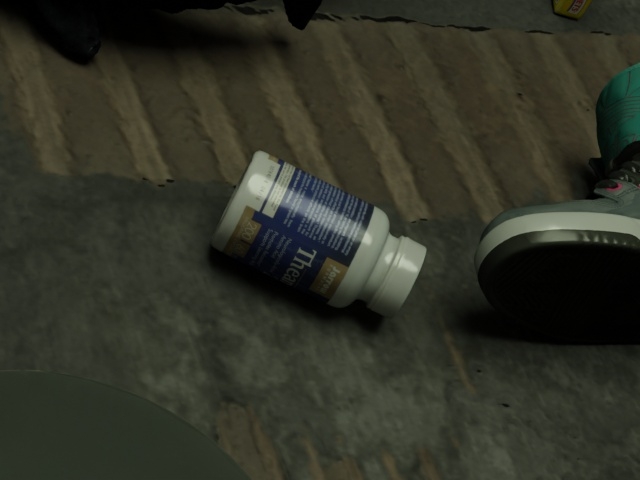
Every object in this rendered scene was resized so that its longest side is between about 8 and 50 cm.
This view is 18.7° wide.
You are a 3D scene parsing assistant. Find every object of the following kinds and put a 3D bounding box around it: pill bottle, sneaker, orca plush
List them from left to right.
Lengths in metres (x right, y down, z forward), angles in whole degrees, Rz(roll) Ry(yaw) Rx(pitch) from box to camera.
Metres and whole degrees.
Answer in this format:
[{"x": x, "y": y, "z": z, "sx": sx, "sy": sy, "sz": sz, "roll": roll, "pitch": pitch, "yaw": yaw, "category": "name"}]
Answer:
[{"x": -0.140, "y": -0.166, "z": 1.270, "sx": 0.287, "sy": 0.102, "sz": 0.151, "roll": 12, "pitch": 1, "yaw": -25, "category": "orca plush"}, {"x": 0.000, "y": 0.000, "z": 1.178, "sx": 0.120, "sy": 0.067, "sz": 0.067, "roll": 26, "pitch": 42, "yaw": -4, "category": "pill bottle"}, {"x": 0.206, "y": -0.036, "z": 1.281, "sx": 0.295, "sy": 0.124, "sz": 0.178, "roll": 6, "pitch": 52, "yaw": -35, "category": "sneaker"}]

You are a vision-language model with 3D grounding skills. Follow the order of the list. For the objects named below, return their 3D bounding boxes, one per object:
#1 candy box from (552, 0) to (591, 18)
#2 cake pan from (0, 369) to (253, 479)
[{"x": 0.209, "y": -0.278, "z": 1.530, "sx": 0.027, "sy": 0.105, "sz": 0.206, "roll": 15, "pitch": 45, "yaw": -16, "category": "candy box"}, {"x": -0.131, "y": 0.178, "z": 0.947, "sx": 0.293, "sy": 0.054, "sz": 0.293, "roll": 15, "pitch": 44, "yaw": -15, "category": "cake pan"}]
